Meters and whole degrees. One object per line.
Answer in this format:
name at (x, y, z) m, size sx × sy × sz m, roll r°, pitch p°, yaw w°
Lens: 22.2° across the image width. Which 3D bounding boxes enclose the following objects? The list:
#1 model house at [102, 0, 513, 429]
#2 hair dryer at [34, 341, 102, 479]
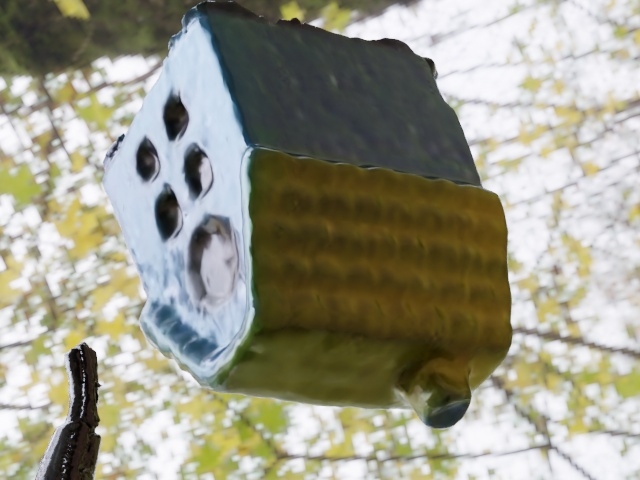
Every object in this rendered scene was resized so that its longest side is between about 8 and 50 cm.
model house at (0.000, 0.000, 1.211) m, size 0.237 × 0.215 × 0.303 m, roll 8°, pitch -137°, yaw -34°
hair dryer at (-0.151, 0.144, 0.754) m, size 0.075 × 0.195 × 0.219 m, roll 47°, pitch -131°, yaw -40°
